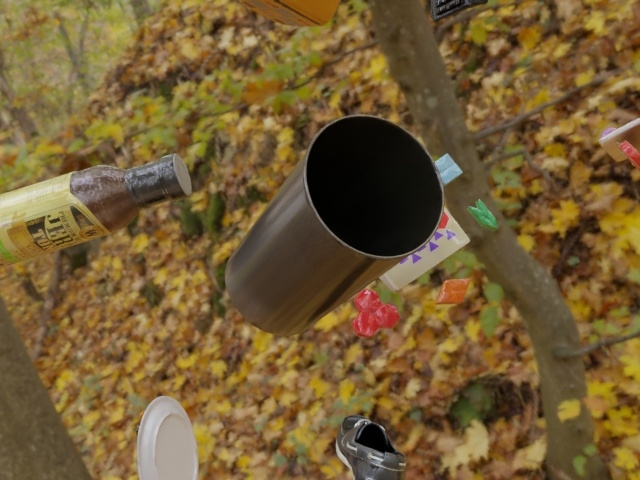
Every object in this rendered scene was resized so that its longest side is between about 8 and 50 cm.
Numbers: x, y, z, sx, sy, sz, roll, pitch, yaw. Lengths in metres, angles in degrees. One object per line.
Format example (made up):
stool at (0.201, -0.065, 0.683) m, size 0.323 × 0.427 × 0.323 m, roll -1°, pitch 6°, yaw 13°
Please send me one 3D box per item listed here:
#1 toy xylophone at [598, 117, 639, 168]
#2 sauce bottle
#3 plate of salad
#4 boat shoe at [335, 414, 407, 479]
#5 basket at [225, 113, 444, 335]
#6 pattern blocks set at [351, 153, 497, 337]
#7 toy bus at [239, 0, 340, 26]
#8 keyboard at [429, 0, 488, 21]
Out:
toy xylophone at (0.468, -0.042, 0.996) m, size 0.081 × 0.322 × 0.236 m, roll -44°, pitch -34°, yaw 18°
sauce bottle at (-0.370, -0.052, 1.259) m, size 0.345 × 0.111 × 0.111 m, roll -17°, pitch 10°, yaw 8°
plate of salad at (-0.253, 0.354, 1.337) m, size 0.048 × 0.199 × 0.200 m, roll -12°, pitch 13°, yaw 16°
boat shoe at (0.072, 0.283, 1.132) m, size 0.084 × 0.079 × 0.233 m, roll 7°, pitch 7°, yaw -7°
basket at (0.000, 0.000, 0.895) m, size 0.227 × 0.154 × 0.204 m, roll -46°, pitch 4°, yaw 43°
pattern blocks set at (0.147, -0.005, 1.419) m, size 0.325 × 0.285 × 0.026 m, roll -24°, pitch -14°, yaw -17°
toy bus at (-0.001, -0.478, 1.163) m, size 0.108 × 0.332 × 0.130 m, roll 16°, pitch 0°, yaw -45°
keyboard at (0.123, -0.314, 0.780) m, size 0.038 × 0.191 × 0.100 m, roll -4°, pitch -2°, yaw -36°
